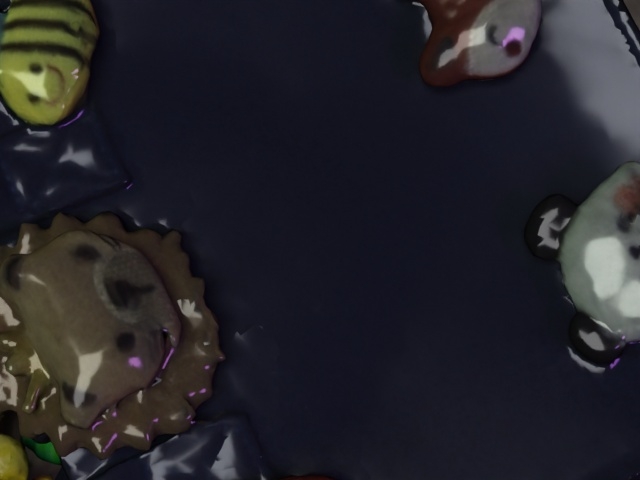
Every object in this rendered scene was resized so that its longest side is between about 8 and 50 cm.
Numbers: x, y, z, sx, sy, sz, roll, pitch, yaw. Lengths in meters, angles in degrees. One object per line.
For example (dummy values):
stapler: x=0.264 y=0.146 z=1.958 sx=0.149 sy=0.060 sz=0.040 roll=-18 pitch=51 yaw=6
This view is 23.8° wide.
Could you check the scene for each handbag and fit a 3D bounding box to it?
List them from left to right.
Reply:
handbag: x=0.000 y=0.000 z=0.656 sx=0.329 sy=0.122 sz=0.303 roll=-24 pitch=80 yaw=-13

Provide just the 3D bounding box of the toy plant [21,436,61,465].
toy plant: x=-0.090 y=0.062 z=0.749 sx=0.143 sy=0.105 sz=0.200 roll=-15 pitch=92 yaw=16

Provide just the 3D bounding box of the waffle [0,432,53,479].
waffle: x=-0.252 y=0.201 z=0.752 sx=0.329 sy=0.062 sz=0.329 roll=1 pitch=106 yaw=4

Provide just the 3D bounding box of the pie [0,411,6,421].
pie: x=-0.260 y=0.149 z=0.805 sx=0.128 sy=0.068 sz=0.282 roll=33 pitch=96 yaw=4
